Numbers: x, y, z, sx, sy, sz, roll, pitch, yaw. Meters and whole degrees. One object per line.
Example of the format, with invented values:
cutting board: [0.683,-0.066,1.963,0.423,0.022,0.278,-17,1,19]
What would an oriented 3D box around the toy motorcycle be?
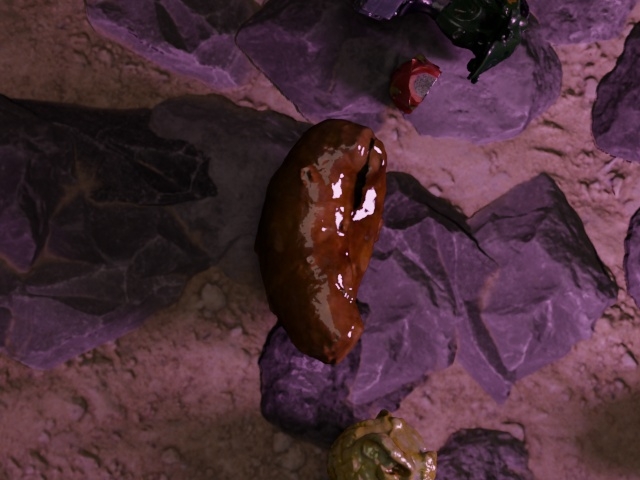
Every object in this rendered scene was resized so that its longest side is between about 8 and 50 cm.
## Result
toy motorcycle: [0.167,-0.318,1.856,0.274,0.125,0.187,17,52,-17]

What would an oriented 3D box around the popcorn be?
popcorn: [0.077,0.295,1.768,0.135,0.162,0.141,21,47,38]

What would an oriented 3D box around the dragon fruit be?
dragon fruit: [0.127,-0.223,1.882,0.060,0.056,0.083,37,82,1]

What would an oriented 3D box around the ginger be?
ginger: [0.000,0.000,1.794,0.165,0.172,0.321,9,85,-41]
